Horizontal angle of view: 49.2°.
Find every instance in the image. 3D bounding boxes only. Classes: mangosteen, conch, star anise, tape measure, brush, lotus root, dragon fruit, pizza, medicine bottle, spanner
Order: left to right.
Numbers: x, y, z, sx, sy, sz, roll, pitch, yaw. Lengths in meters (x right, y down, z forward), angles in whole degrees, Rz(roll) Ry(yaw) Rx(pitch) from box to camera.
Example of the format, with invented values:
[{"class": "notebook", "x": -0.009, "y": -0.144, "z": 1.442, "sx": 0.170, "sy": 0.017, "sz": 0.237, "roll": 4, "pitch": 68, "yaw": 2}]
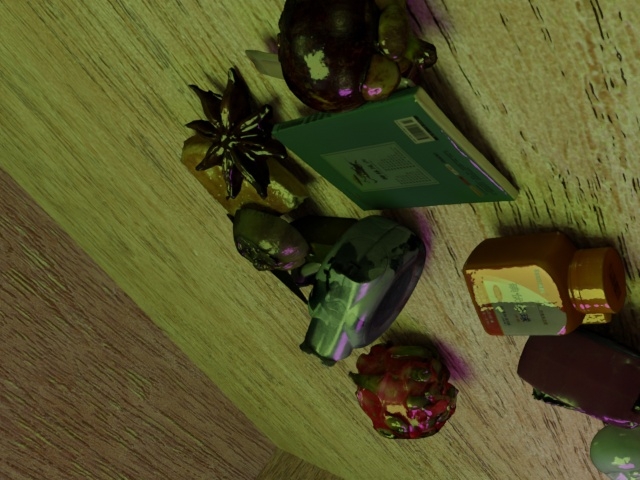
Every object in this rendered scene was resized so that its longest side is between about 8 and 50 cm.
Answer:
[{"class": "star anise", "x": -0.156, "y": -0.208, "z": 1.372, "sx": 0.272, "sy": 0.102, "sz": 0.272, "roll": 17, "pitch": 118, "yaw": 34}, {"class": "pizza", "x": -0.167, "y": -0.151, "z": 1.501, "sx": 0.258, "sy": 0.087, "sz": 0.268, "roll": 45, "pitch": 153, "yaw": -14}, {"class": "lotus root", "x": -0.120, "y": 0.014, "z": 1.528, "sx": 0.204, "sy": 0.078, "sz": 0.183, "roll": 17, "pitch": 153, "yaw": 28}, {"class": "spanner", "x": -0.018, "y": 0.085, "z": 1.719, "sx": 0.096, "sy": 0.040, "sz": 0.325, "roll": 13, "pitch": 164, "yaw": -19}, {"class": "brush", "x": 0.017, "y": -0.271, "z": 1.099, "sx": 0.321, "sy": 0.050, "sz": 0.060, "roll": 19, "pitch": 163, "yaw": 33}, {"class": "mangosteen", "x": 0.050, "y": -0.264, "z": 0.938, "sx": 0.217, "sy": 0.192, "sz": 0.192, "roll": 7, "pitch": 148, "yaw": 8}, {"class": "tape measure", "x": 0.083, "y": 0.080, "z": 1.348, "sx": 0.147, "sy": 0.275, "sz": 0.256, "roll": 33, "pitch": 124, "yaw": 20}, {"class": "dragon fruit", "x": 0.202, "y": 0.365, "z": 1.743, "sx": 0.303, "sy": 0.237, "sz": 0.231, "roll": 6, "pitch": 120, "yaw": 65}, {"class": "medicine bottle", "x": 0.359, "y": 0.069, "z": 1.123, "sx": 0.222, "sy": 0.112, "sz": 0.149, "roll": -7, "pitch": 115, "yaw": 41}, {"class": "tape measure", "x": 0.466, "y": 0.235, "z": 1.197, "sx": 0.245, "sy": 0.149, "sz": 0.231, "roll": 26, "pitch": -175, "yaw": 26}, {"class": "conch", "x": 0.647, "y": 0.439, "z": 1.405, "sx": 0.185, "sy": 0.121, "sz": 0.221, "roll": 4, "pitch": 146, "yaw": 44}]

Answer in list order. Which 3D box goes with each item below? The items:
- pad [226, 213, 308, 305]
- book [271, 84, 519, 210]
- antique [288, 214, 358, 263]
[{"class": "pad", "x": -0.128, "y": 0.054, "z": 1.783, "sx": 0.300, "sy": 0.005, "sz": 0.202, "roll": 36, "pitch": 163, "yaw": 50}, {"class": "book", "x": 0.110, "y": -0.135, "z": 1.178, "sx": 0.264, "sy": 0.031, "sz": 0.379, "roll": 39, "pitch": 158, "yaw": -30}, {"class": "antique", "x": 0.000, "y": 0.000, "z": 1.543, "sx": 0.221, "sy": 0.081, "sz": 0.080, "roll": 8, "pitch": 141, "yaw": 46}]
